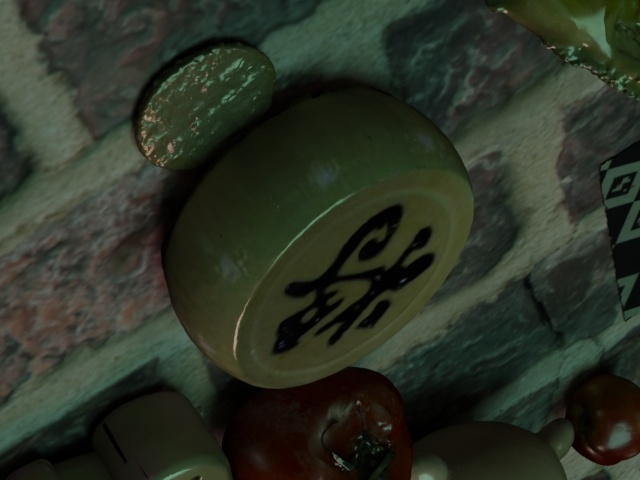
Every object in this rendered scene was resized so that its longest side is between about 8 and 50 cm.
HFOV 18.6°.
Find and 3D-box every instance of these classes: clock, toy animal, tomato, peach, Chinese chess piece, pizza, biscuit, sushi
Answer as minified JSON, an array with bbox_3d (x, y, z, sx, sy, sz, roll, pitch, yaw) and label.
[{"bbox_3d":[-0.212,0.290,1.682,0.309,0.114,0.284,-27,146,-15],"label":"clock"},{"bbox_3d":[0.102,0.290,1.907,0.345,0.277,0.246,-27,117,-36],"label":"toy animal"},{"bbox_3d":[0.001,0.200,1.728,0.187,0.187,0.151,-6,172,-40],"label":"tomato"},{"bbox_3d":[0.310,0.191,2.077,0.101,0.100,0.100,-25,144,-20],"label":"peach"},{"bbox_3d":[0.000,0.000,1.530,0.257,0.104,0.257,-30,149,-21],"label":"Chinese chess piece"},{"bbox_3d":[0.211,-0.185,1.450,0.188,0.204,0.080,2,140,-37],"label":"pizza"},{"bbox_3d":[-0.083,-0.098,1.426,0.120,0.015,0.120,-25,144,-20],"label":"biscuit"},{"bbox_3d":[0.418,-0.049,1.928,0.294,0.059,0.292,-32,146,-9],"label":"sushi"}]
